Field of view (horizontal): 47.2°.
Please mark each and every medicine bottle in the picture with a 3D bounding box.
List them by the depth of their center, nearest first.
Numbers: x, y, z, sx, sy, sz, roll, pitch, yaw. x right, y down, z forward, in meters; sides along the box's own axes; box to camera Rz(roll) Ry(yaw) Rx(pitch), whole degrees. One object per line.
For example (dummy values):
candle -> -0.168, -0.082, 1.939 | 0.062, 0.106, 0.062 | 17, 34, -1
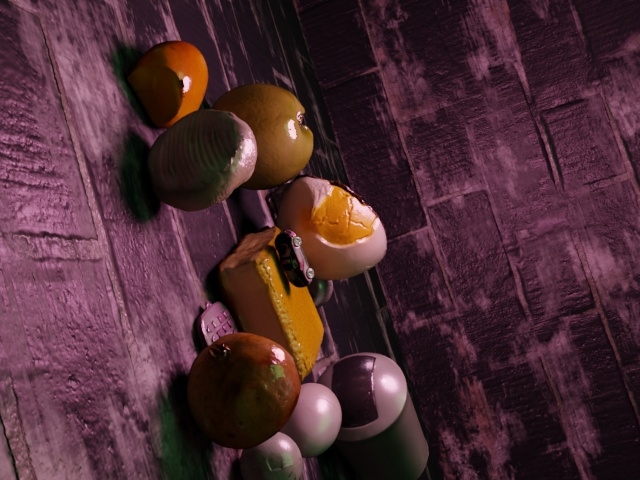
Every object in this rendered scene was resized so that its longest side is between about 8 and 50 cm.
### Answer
medicine bottle -> -0.034, 0.138, 2.185 | 0.215, 0.135, 0.135 | 1, 71, -76

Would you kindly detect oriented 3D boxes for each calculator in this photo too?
calculator -> -0.192, 0.267, 1.577 | 0.194, 0.043, 0.294 | -42, 110, -75

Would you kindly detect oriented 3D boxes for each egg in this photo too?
egg -> -0.099, 0.468, 1.492 | 0.131, 0.131, 0.164 | -79, 162, -65
egg -> -0.026, 0.438, 1.777 | 0.209, 0.151, 0.151 | -77, 147, -61
egg -> 0.000, 0.000, 1.983 | 0.201, 0.337, 0.337 | -50, 129, -34

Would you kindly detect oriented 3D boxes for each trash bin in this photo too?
trash bin -> 0.151, 0.528, 2.139 | 0.280, 0.280, 0.432 | -95, 165, -45

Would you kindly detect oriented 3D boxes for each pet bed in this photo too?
pet bed -> -0.071, -0.086, 2.340 | 0.183, 0.159, 0.211 | -28, 99, -51

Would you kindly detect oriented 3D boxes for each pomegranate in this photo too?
pomegranate -> -0.145, 0.271, 1.370 | 0.215, 0.215, 0.215 | -18, 90, -77

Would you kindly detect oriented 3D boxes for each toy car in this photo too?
toy car -> -0.066, 0.045, 1.709 | 0.055, 0.069, 0.142 | -33, 107, -39

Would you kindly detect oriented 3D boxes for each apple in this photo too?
apple -> -0.160, -0.281, 1.979 | 0.292, 0.254, 0.292 | 56, 22, -37

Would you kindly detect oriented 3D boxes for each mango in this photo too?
mango -> -0.324, -0.367, 1.668 | 0.257, 0.138, 0.187 | -73, 155, -58

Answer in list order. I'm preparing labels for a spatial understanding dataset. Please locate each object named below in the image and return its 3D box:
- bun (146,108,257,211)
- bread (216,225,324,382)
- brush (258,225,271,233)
bun -> -0.245, -0.157, 1.529 | 0.141, 0.239, 0.239 | 59, 18, -48
bread -> -0.117, 0.155, 1.803 | 0.323, 0.143, 0.333 | -59, 128, -75
brush -> -0.104, 0.044, 2.177 | 0.301, 0.071, 0.084 | 48, 23, -61
